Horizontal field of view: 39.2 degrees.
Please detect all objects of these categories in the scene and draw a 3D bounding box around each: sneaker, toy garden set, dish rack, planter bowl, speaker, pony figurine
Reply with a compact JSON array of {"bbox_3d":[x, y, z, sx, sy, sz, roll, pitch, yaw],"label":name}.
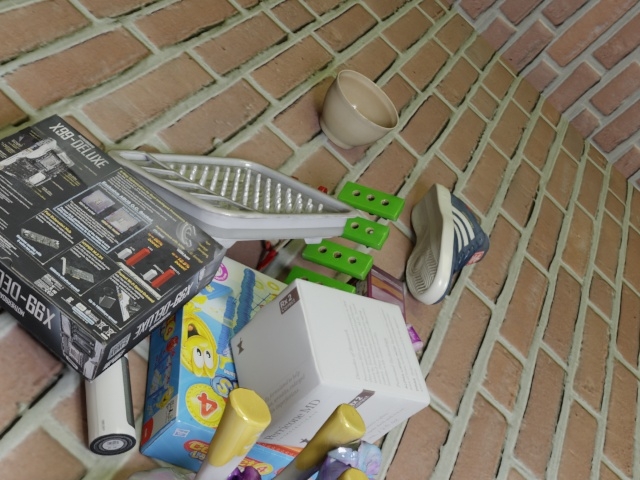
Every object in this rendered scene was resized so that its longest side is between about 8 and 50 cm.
[{"bbox_3d":[0.262,0.020,1.759,0.148,0.131,0.350,32,34,-13],"label":"sneaker"},{"bbox_3d":[0.000,0.000,1.488,0.204,0.049,0.244,19,54,18],"label":"toy garden set"},{"bbox_3d":[-0.134,-0.059,1.370,0.285,0.072,0.333,27,19,36],"label":"dish rack"},{"bbox_3d":[0.067,-0.259,1.866,0.162,0.109,0.162,29,37,-24],"label":"planter bowl"},{"bbox_3d":[-0.253,0.183,1.071,0.055,0.055,0.136,19,41,-36],"label":"speaker"},{"bbox_3d":[-0.105,0.307,0.894,0.351,0.363,0.303,23,29,-57],"label":"pony figurine"}]

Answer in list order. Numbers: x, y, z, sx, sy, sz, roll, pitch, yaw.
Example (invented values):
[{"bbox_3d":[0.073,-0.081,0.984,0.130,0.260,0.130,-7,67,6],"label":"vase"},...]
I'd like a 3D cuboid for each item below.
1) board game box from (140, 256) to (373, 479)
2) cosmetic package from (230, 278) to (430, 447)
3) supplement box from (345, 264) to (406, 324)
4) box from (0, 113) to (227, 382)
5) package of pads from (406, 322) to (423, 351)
[{"bbox_3d":[-0.082,0.186,1.231,0.308,0.086,0.302,26,37,-28],"label":"board game box"},{"bbox_3d":[0.009,0.164,1.136,0.184,0.151,0.151,16,43,-37],"label":"cosmetic package"},{"bbox_3d":[0.077,0.142,1.441,0.081,0.104,0.188,31,35,-23],"label":"supplement box"},{"bbox_3d":[-0.308,-0.005,1.110,0.307,0.076,0.242,37,40,8],"label":"box"},{"bbox_3d":[0.137,0.175,1.541,0.083,0.032,0.050,-10,64,-52],"label":"package of pads"}]
